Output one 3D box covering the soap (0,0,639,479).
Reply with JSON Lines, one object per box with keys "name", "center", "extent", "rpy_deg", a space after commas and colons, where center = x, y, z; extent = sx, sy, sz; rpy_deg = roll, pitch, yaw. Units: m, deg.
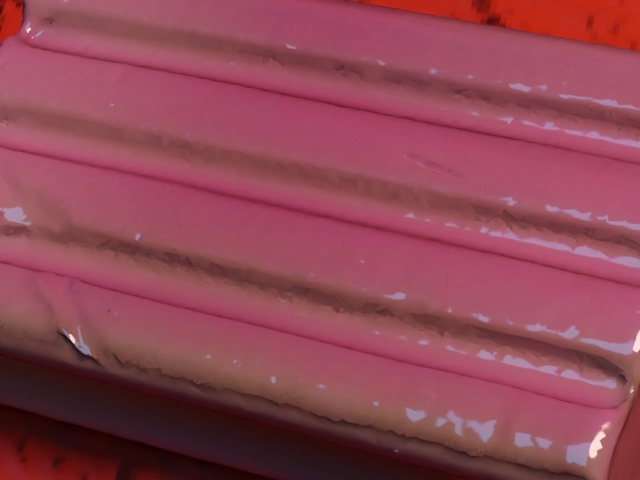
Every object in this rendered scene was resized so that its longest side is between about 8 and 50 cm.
{"name": "soap", "center": [0.000, 0.000, 0.509], "extent": [0.203, 0.065, 0.122], "rpy_deg": [13, 64, 24]}
